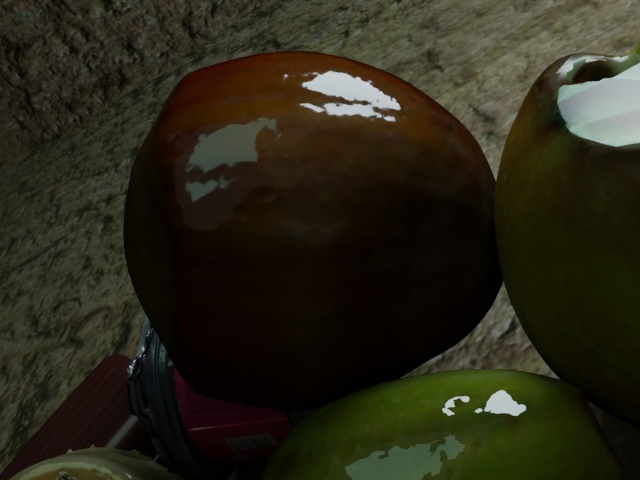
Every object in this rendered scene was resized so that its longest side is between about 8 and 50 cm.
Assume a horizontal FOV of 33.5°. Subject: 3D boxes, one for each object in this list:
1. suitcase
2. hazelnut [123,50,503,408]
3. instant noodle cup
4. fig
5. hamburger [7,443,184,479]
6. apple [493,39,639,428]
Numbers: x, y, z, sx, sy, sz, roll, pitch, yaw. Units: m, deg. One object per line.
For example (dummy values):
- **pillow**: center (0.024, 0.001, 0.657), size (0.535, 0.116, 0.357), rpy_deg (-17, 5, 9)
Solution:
- **suitcase**: center (-0.280, 0.310, 1.370), size (0.297, 0.161, 0.236), rpy_deg (-49, 29, -12)
- **hazelnut**: center (-0.009, 0.001, 1.016), size (0.366, 0.366, 0.366), rpy_deg (-31, 31, 21)
- **instant noodle cup**: center (-0.072, 0.158, 1.261), size (0.182, 0.258, 0.302), rpy_deg (-8, 9, 23)
- **fig**: center (0.098, 0.226, 0.899), size (0.326, 0.258, 0.258), rpy_deg (-40, 27, 24)
- **hamburger**: center (-0.248, 0.369, 1.148), size (0.302, 0.170, 0.302), rpy_deg (-4, 70, 12)
- **apple**: center (0.315, -0.028, 0.904), size (0.374, 0.374, 0.384), rpy_deg (-34, 30, 15)
